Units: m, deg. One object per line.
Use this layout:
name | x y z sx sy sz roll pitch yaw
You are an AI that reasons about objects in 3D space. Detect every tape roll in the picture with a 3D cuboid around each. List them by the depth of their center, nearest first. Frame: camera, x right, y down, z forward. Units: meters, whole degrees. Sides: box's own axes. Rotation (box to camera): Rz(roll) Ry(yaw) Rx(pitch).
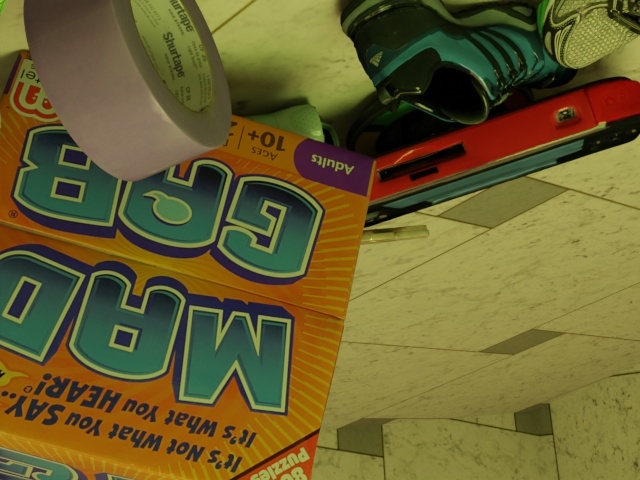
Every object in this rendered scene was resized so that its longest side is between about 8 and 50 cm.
tape roll | -0.153 -0.149 0.926 0.080 0.189 0.189 -20 159 18

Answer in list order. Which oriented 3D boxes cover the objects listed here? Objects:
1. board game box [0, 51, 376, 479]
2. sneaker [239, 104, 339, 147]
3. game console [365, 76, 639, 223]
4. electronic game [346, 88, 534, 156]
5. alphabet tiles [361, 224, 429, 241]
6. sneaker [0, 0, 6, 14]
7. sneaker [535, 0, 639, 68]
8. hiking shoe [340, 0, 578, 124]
board game box | -0.187 0.093 1.144 0.356 0.356 0.356 16 153 -8
sneaker | -0.049 -0.073 1.329 0.151 0.094 0.256 -14 161 -7
game console | 0.196 -0.087 1.346 0.386 0.060 0.342 -17 172 11
electronic game | 0.143 -0.138 1.345 0.229 0.048 0.229 -12 159 -5
alphabet tiles | 0.000 0.000 1.531 0.284 0.021 0.278 -5 178 -34
sneaker | -0.249 -0.171 0.547 0.202 0.185 0.483 -23 164 -37
sneaker | 0.341 -0.253 1.034 0.134 0.146 0.343 5 154 -40
hiking shoe | 0.153 -0.170 1.147 0.304 0.132 0.113 1 155 -35
